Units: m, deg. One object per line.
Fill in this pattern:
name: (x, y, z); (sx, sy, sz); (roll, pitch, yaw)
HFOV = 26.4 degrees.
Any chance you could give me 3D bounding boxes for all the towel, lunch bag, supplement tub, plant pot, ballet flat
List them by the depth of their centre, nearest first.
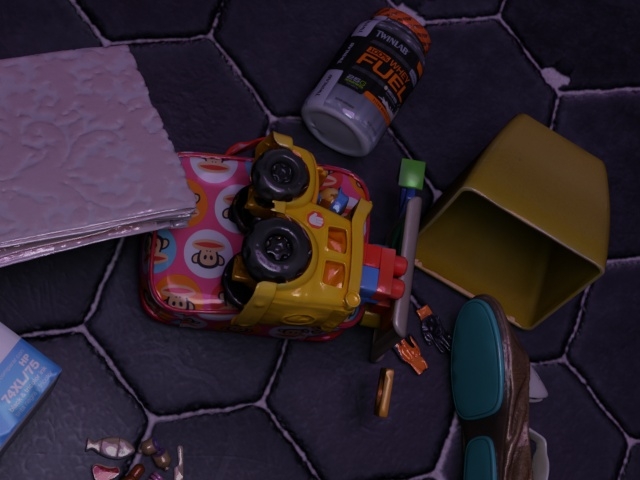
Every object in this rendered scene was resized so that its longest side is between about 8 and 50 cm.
towel: (-0.345, -0.109, 1.677); (0.317, 0.053, 0.332); (-11, 48, -17)
lunch bag: (-0.083, -0.010, 1.761); (0.293, 0.120, 0.258); (8, 73, -13)
ballet flat: (0.247, 0.245, 1.798); (0.124, 0.116, 0.342); (8, 71, -34)
plant pot: (0.268, -0.039, 1.830); (0.212, 0.212, 0.187); (31, 57, -5)
supplement tub: (0.066, -0.218, 1.859); (0.117, 0.117, 0.190); (34, 70, -5)

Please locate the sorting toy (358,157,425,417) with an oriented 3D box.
sorting toy: (0.084, 0.053, 1.753); (0.047, 0.196, 0.347); (9, 73, -4)

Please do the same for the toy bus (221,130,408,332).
toy bus: (0.000, 0.000, 1.639); (0.211, 0.149, 0.220); (9, 67, -12)

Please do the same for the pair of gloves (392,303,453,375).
pair of gloves: (0.136, 0.134, 1.841); (0.083, 0.010, 0.074); (-35, 85, -23)

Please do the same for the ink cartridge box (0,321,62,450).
ink cartridge box: (-0.469, 0.157, 1.568); (0.270, 0.198, 0.197); (38, 70, -4)

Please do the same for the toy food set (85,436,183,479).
toy food set: (-0.230, 0.282, 1.696); (0.122, 0.019, 0.078); (2, 75, -15)
